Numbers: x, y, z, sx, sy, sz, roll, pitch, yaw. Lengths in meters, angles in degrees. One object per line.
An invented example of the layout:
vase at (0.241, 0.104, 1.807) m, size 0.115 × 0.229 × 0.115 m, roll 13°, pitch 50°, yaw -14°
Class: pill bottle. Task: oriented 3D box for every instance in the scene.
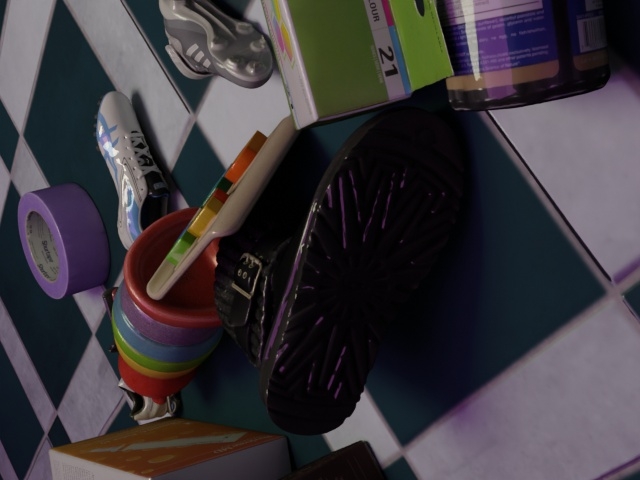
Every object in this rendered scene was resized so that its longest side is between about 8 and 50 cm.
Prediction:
pill bottle at (0.140, -0.212, 0.645) m, size 0.122 × 0.122 × 0.219 m, roll 4°, pitch 108°, yaw 51°

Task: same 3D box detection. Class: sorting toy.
sorting toy at (-0.117, -0.040, 0.999) m, size 0.038 × 0.193 × 0.208 m, roll 39°, pitch 142°, yaw -13°

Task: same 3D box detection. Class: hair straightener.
hair straightener at (-0.314, 0.186, 1.462) m, size 0.089 × 0.047 × 0.231 m, roll -6°, pitch 105°, yaw 52°

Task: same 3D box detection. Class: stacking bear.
stacking bear at (-0.210, 0.120, 1.211) m, size 0.175 × 0.164 × 0.289 m, roll 53°, pitch 144°, yaw 22°

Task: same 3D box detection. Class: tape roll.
tape roll at (-0.442, 0.000, 1.503) m, size 0.189 × 0.080 × 0.189 m, roll 24°, pitch 122°, yaw 44°

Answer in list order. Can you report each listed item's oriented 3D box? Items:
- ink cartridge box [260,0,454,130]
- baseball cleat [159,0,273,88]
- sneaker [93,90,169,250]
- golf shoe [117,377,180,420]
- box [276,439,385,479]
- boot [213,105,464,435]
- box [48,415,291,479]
ink cartridge box at (0.014, -0.202, 0.738) m, size 0.255 × 0.097 × 0.189 m, roll -154°, pitch 48°, yaw -82°
baseball cleat at (-0.120, -0.220, 1.027) m, size 0.206 × 0.072 × 0.109 m, roll 50°, pitch 152°, yaw 32°
sneaker at (-0.257, -0.098, 1.239) m, size 0.086 × 0.085 × 0.237 m, roll -11°, pitch 93°, yaw 26°
golf shoe at (-0.283, 0.201, 1.387) m, size 0.069 × 0.086 × 0.176 m, roll -7°, pitch 98°, yaw 54°
box at (-0.023, 0.366, 1.035) m, size 0.168 × 0.203 × 0.167 m, roll -40°, pitch 73°, yaw 51°
boot at (-0.004, 0.000, 0.917) m, size 0.348 × 0.131 × 0.260 m, roll -63°, pitch 23°, yaw 13°
box at (-0.218, 0.370, 1.256) m, size 0.345 × 0.215 × 0.168 m, roll -7°, pitch 91°, yaw 52°
